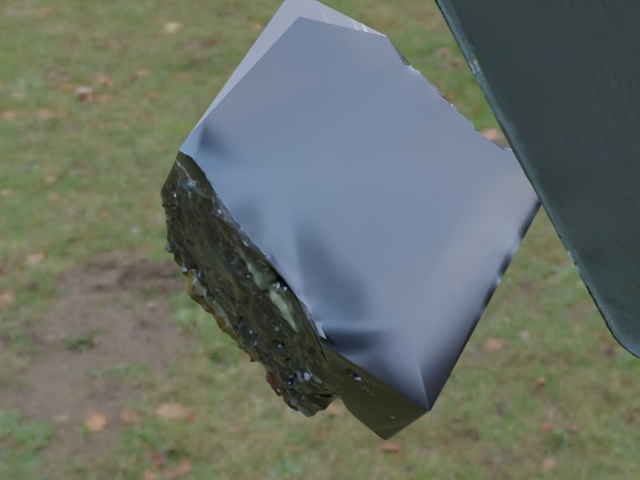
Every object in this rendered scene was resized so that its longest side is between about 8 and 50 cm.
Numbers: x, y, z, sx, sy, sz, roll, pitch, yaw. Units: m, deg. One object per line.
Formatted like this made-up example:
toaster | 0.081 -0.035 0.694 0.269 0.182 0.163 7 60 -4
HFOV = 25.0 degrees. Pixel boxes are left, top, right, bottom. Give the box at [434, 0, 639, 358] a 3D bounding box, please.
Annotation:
box | 0.132 -0.075 0.464 0.163 0.243 0.135 -11 43 27

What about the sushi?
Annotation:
sushi | -0.001 0.000 1.037 0.227 0.212 0.215 33 61 -3
